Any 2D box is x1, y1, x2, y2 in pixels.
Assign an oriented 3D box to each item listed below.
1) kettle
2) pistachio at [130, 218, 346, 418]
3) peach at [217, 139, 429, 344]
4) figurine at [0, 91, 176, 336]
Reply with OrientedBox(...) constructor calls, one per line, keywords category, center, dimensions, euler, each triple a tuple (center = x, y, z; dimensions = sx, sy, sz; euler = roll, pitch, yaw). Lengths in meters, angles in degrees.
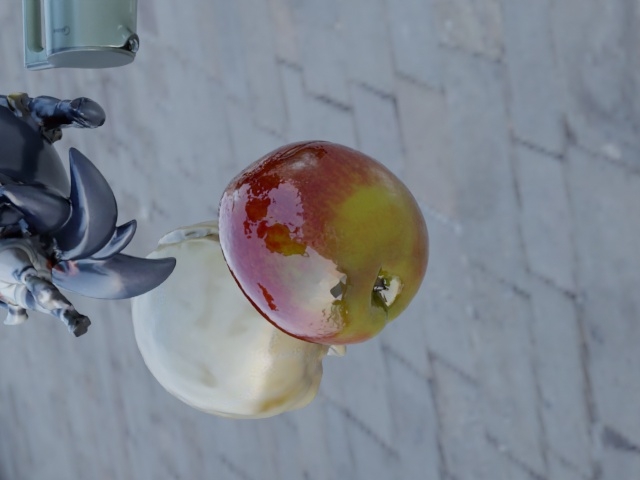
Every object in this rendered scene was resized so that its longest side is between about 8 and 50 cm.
OrientedBox(category="kettle", center=(-0.236, -0.245, 1.718), dimensions=(0.098, 0.127, 0.148), euler=(66, -156, -84))
OrientedBox(category="pistachio", center=(-0.086, 0.081, 1.899), dimensions=(0.238, 0.229, 0.321), euler=(47, 154, -11))
OrientedBox(category="peach", center=(0.000, 0.000, 1.653), dimensions=(0.192, 0.190, 0.190), euler=(46, 148, 29))
OrientedBox(category="figurine", center=(-0.242, -0.020, 1.341), dimensions=(0.265, 0.197, 0.175), euler=(11, 129, 29))
